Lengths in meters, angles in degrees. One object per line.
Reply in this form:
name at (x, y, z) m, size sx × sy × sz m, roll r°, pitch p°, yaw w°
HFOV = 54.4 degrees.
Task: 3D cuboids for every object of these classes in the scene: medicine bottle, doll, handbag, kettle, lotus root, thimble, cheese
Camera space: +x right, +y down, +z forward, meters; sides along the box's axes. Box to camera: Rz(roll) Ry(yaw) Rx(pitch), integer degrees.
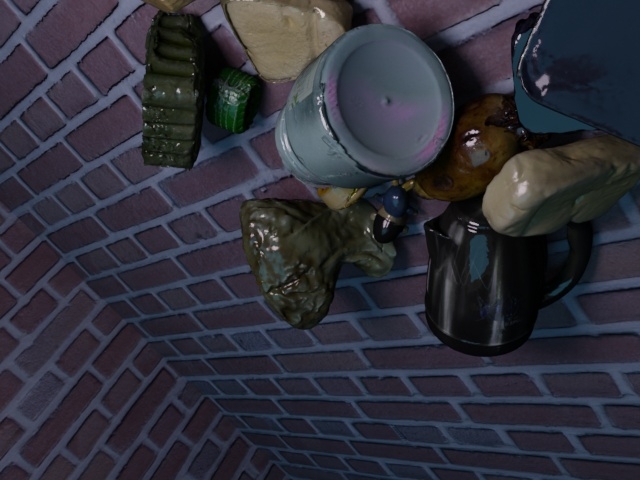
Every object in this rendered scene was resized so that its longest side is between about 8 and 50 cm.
medicine bottle at (0.053, -0.205, 1.077) m, size 0.245 × 0.245 × 0.290 m, roll 44°, pitch 162°, yaw -13°
doll at (0.156, -0.067, 1.329) m, size 0.102 × 0.089 × 0.179 m, roll 26°, pitch 120°, yaw 10°
handbag at (0.416, -0.240, 0.655) m, size 0.329 × 0.122 × 0.303 m, roll 29°, pitch 128°, yaw 18°
kettle at (0.359, 0.035, 1.201) m, size 0.321 × 0.228 × 0.324 m, roll -4°, pitch 131°, yaw 5°
lotus root at (0.256, -0.153, 1.070) m, size 0.141 × 0.169 × 0.314 m, roll 47°, pitch 139°, yaw -7°
thimble at (-0.180, -0.292, 1.294) m, size 0.090 × 0.118 × 0.130 m, roll 25°, pitch 161°, yaw 5°
cheese at (0.390, -0.089, 1.002) m, size 0.159 × 0.263 × 0.093 m, roll 94°, pitch 157°, yaw -54°

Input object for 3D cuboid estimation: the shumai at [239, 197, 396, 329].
shumai at (0.000, 0.000, 1.395) m, size 0.289 × 0.292 × 0.330 m, roll -22°, pitch 123°, yaw 15°

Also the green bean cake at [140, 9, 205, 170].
green bean cake at (-0.298, -0.303, 1.260) m, size 0.132 × 0.241 × 0.255 m, roll 5°, pitch 143°, yaw -13°

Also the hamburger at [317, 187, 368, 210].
hamburger at (0.058, -0.123, 1.295) m, size 0.081 × 0.126 × 0.141 m, roll 31°, pitch 124°, yaw -16°

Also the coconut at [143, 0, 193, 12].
coconut at (-0.241, -0.532, 0.895) m, size 0.353 × 0.352 × 0.352 m, roll 21°, pitch 142°, yaw 17°

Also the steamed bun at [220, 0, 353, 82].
steamed bun at (-0.043, -0.384, 1.094) m, size 0.213 × 0.110 × 0.231 m, roll 3°, pitch 157°, yaw 15°

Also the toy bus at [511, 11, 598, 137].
toy bus at (0.463, -0.243, 0.809) m, size 0.386 × 0.162 × 0.171 m, roll 2°, pitch 116°, yaw 34°
